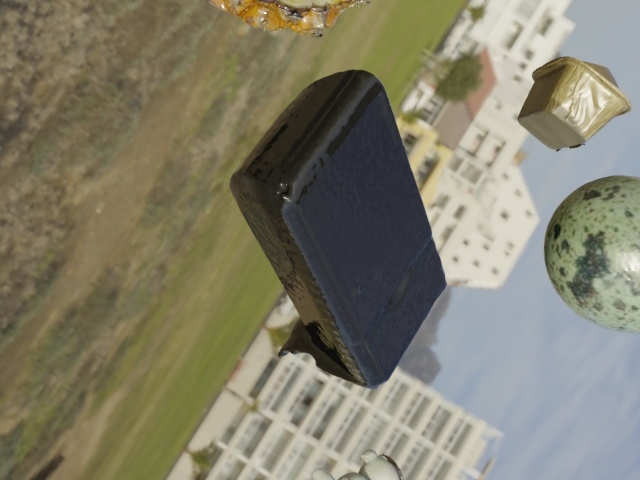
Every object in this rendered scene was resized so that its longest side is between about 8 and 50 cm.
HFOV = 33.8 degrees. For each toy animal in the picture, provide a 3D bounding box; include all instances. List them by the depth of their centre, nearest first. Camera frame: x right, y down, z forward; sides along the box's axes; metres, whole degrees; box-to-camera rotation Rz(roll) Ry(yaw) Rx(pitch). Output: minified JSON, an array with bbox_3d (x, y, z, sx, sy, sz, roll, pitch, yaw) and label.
[{"bbox_3d":[0.058,0.359,1.534,0.124,0.085,0.071,-20,-165,-39],"label":"toy animal"}]

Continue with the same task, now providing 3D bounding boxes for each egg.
[{"bbox_3d":[0.271,0.016,0.911,0.132,0.172,0.132,-34,-138,37],"label":"egg"}]

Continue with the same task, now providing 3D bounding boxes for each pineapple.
[{"bbox_3d":[-0.050,-0.259,0.984,0.221,0.221,0.047,-56,176,-48],"label":"pineapple"}]

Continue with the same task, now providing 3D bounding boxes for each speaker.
[{"bbox_3d":[0.000,0.000,1.149,0.180,0.184,0.388,-55,144,-26],"label":"speaker"}]

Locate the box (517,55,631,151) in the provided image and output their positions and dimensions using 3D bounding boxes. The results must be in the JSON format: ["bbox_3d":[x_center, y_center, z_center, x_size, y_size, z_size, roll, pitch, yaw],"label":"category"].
[{"bbox_3d":[0.313,-0.173,1.305,0.111,0.111,0.177,-58,-174,-2],"label":"box"}]
